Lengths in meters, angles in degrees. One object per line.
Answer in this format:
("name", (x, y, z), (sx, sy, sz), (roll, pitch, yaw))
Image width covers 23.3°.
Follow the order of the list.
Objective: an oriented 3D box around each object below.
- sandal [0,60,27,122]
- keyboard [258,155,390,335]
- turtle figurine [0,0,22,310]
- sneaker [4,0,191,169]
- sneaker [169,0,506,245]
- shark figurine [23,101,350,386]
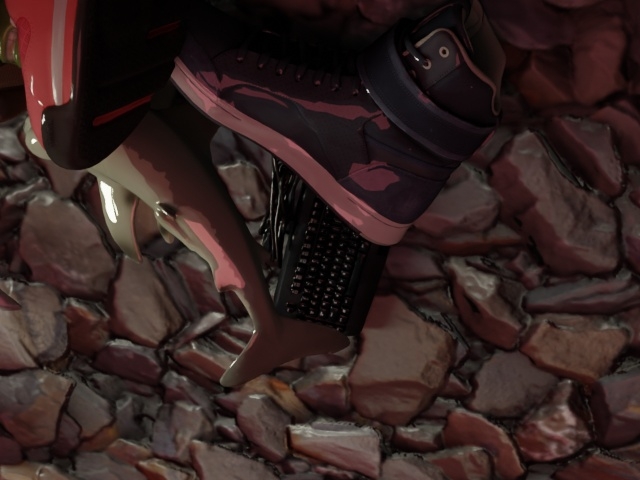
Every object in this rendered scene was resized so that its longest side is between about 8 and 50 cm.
("sandal", (-0.306, -0.127, 1.088), (0.219, 0.060, 0.090), (2, 107, -5))
("keyboard", (0.000, 0.000, 1.118), (0.100, 0.038, 0.192), (17, 131, 3))
("turtle figurine", (-0.306, -0.084, 0.965), (0.266, 0.198, 0.275), (7, 99, -6))
("sneaker", (-0.162, -0.201, 0.925), (0.136, 0.116, 0.314), (9, 106, 27))
("sneaker", (0.012, -0.120, 0.983), (0.226, 0.086, 0.163), (37, 126, -10))
("shark figurine", (-0.079, -0.037, 1.055), (0.278, 0.116, 0.166), (44, 148, 10))
